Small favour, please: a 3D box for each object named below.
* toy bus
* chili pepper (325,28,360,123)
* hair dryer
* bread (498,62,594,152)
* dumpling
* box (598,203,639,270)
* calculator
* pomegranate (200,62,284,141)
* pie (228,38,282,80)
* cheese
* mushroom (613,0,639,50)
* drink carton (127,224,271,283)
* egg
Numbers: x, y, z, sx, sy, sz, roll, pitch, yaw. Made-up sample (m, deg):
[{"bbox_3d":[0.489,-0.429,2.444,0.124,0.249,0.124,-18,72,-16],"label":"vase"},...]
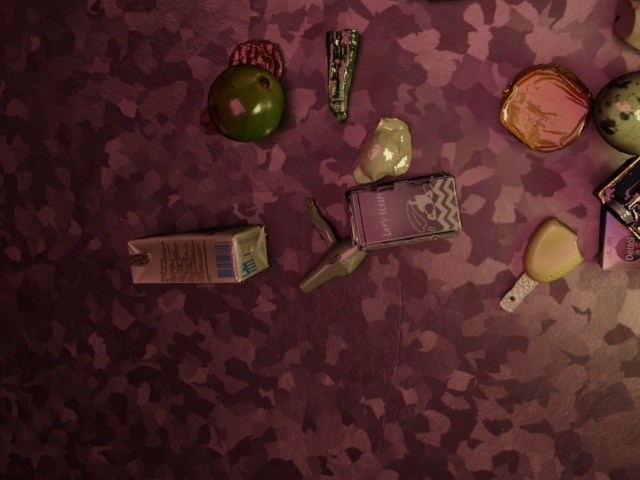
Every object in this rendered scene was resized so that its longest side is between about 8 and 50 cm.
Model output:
[{"bbox_3d":[0.732,-0.025,1.290,0.145,0.151,0.331,-45,86,11],"label":"toy bus"},{"bbox_3d":[0.055,-0.405,1.553,0.088,0.059,0.226,3,103,12],"label":"chili pepper"},{"bbox_3d":[-0.006,0.033,1.646,0.225,0.088,0.218,37,105,18],"label":"hair dryer"},{"bbox_3d":[0.509,-0.299,1.409,0.199,0.104,0.199,5,103,21],"label":"bread"},{"bbox_3d":[0.162,-0.210,1.547,0.134,0.100,0.169,23,84,-24],"label":"dumpling"},{"bbox_3d":[0.711,-0.031,1.411,0.139,0.073,0.194,1,101,15],"label":"box"},{"bbox_3d":[0.206,-0.071,1.551,0.274,0.028,0.165,-8,93,5],"label":"calculator"},{"bbox_3d":[-0.221,-0.337,1.573,0.241,0.159,0.189,14,132,23],"label":"pomegranate"},{"bbox_3d":[-0.168,-0.450,1.623,0.154,0.038,0.153,3,101,14],"label":"pie"},{"bbox_3d":[0.525,0.072,1.503,0.127,0.050,0.255,36,110,6],"label":"cheese"},{"bbox_3d":[0.735,-0.432,1.318,0.247,0.108,0.096,26,147,13],"label":"mushroom"},{"bbox_3d":[-0.321,0.035,1.679,0.325,0.194,0.131,-3,98,18],"label":"drink carton"},{"bbox_3d":[0.666,-0.268,1.306,0.177,0.228,0.176,-10,78,54],"label":"egg"}]
